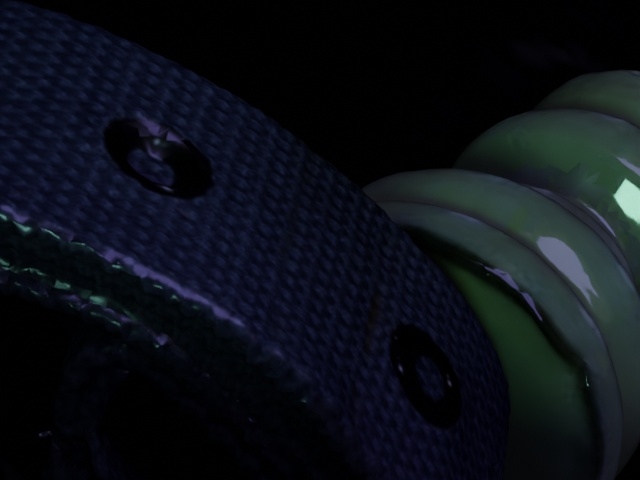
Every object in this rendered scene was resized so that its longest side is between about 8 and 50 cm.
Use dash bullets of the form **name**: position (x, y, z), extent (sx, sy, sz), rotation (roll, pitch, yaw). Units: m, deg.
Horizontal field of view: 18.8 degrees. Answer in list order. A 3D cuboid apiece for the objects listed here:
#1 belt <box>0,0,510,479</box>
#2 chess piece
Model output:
- **belt**: position (-0.049, 0.048, 0.513), extent (0.230, 0.140, 0.126), rotation (40, 32, -20)
- **chess piece**: position (0.083, 0.008, 0.689), extent (0.133, 0.133, 0.243), rotation (45, 38, 6)
